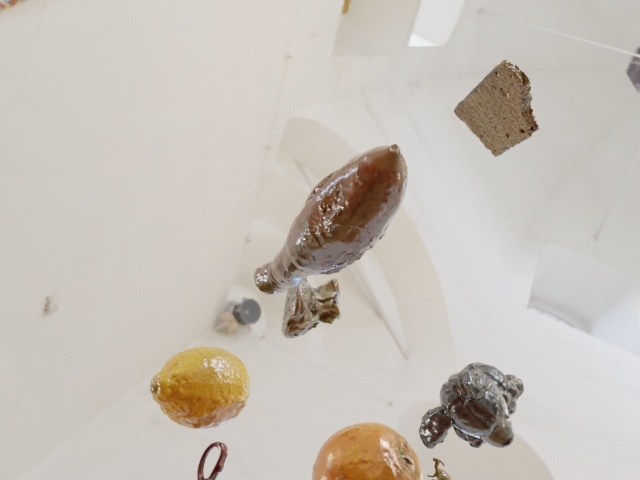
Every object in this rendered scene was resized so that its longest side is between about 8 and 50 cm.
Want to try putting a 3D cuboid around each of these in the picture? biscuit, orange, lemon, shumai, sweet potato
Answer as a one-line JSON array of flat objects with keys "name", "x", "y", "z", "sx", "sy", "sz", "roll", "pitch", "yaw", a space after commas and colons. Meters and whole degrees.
[{"name": "biscuit", "x": 0.320, "y": -0.227, "z": 0.989, "sx": 0.131, "sy": 0.237, "sz": 0.026, "roll": 45, "pitch": -99, "yaw": 0}, {"name": "orange", "x": 0.100, "y": 0.521, "z": 1.209, "sx": 0.246, "sy": 0.246, "sz": 0.246, "roll": 9, "pitch": -69, "yaw": 24}, {"name": "lemon", "x": -0.208, "y": 0.255, "z": 0.975, "sx": 0.142, "sy": 0.187, "sz": 0.142, "roll": -18, "pitch": -113, "yaw": 48}, {"name": "shumai", "x": -0.021, "y": 0.175, "z": 1.456, "sx": 0.153, "sy": 0.161, "sz": 0.209, "roll": 3, "pitch": -39, "yaw": -9}, {"name": "sweet potato", "x": 0.000, "y": 0.000, "z": 0.779, "sx": 0.109, "sy": 0.109, "sz": 0.385, "roll": 49, "pitch": -44, "yaw": 4}]

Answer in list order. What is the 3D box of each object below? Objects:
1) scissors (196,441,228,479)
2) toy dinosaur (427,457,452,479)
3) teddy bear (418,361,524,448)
[{"name": "scissors", "x": -0.203, "y": 0.462, "z": 0.907, "sx": 0.144, "sy": 0.017, "sz": 0.247, "roll": 38, "pitch": -88, "yaw": 38}, {"name": "toy dinosaur", "x": 0.253, "y": 0.500, "z": 1.146, "sx": 0.113, "sy": 0.041, "sz": 0.026, "roll": 62, "pitch": -13, "yaw": 20}, {"name": "teddy bear", "x": 0.268, "y": 0.310, "z": 0.996, "sx": 0.171, "sy": 0.251, "sz": 0.144, "roll": -47, "pitch": -111, "yaw": 16}]
